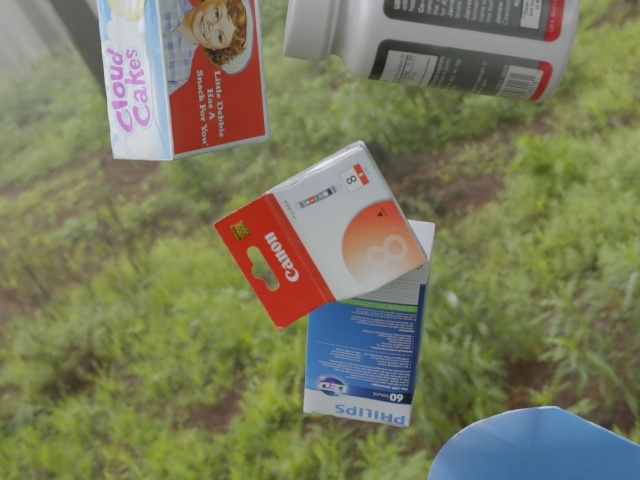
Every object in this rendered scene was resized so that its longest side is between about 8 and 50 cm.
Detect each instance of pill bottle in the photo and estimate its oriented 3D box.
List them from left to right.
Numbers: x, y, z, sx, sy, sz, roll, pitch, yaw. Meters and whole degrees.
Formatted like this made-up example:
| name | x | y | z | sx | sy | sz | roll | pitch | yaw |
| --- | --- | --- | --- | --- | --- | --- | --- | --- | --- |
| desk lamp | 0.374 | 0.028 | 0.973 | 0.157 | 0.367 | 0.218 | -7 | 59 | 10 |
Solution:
| name | x | y | z | sx | sy | sz | roll | pitch | yaw |
| --- | --- | --- | --- | --- | --- | --- | --- | --- | --- |
| pill bottle | 0.111 | -0.240 | 1.283 | 0.283 | 0.161 | 0.161 | 8 | 13 | -5 |

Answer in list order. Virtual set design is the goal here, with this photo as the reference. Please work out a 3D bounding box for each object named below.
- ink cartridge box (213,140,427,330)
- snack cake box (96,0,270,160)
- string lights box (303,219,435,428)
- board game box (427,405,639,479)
| name | x | y | z | sx | sy | sz | roll | pitch | yaw |
| --- | --- | --- | --- | --- | --- | --- | --- | --- | --- |
| ink cartridge box | 0.000 | 0.000 | 1.289 | 0.179 | 0.145 | 0.045 | -30 | 17 | 1 |
| snack cake box | -0.141 | -0.222 | 1.263 | 0.089 | 0.264 | 0.152 | 5 | 14 | 37 |
| string lights box | 0.054 | 0.096 | 1.449 | 0.133 | 0.259 | 0.077 | 8 | 37 | 6 |
| board game box | 0.114 | 0.096 | 0.367 | 0.033 | 0.169 | 0.133 | -54 | -20 | -35 |
